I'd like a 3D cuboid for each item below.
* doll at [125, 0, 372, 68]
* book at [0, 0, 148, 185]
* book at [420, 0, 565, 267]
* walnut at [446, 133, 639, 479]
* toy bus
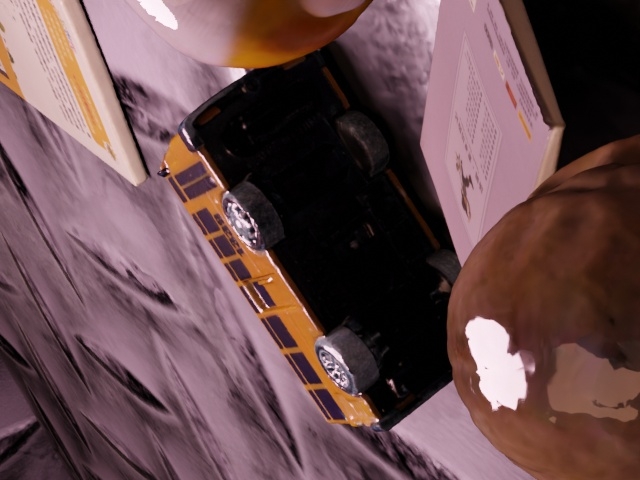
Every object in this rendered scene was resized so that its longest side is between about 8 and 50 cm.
[{"bbox_3d":[-0.005,-0.163,0.447,0.167,0.162,0.269,40,159,-10],"label":"doll"},{"bbox_3d":[-0.258,-0.183,1.202,0.295,0.020,0.208,35,151,44],"label":"book"},{"bbox_3d":[0.070,-0.046,0.604,0.181,0.014,0.127,91,166,-58],"label":"book"},{"bbox_3d":[0.125,0.031,0.489,0.162,0.140,0.140,-22,103,40],"label":"walnut"},{"bbox_3d":[0.000,0.000,0.792,0.201,0.098,0.114,57,160,-6],"label":"toy bus"}]
